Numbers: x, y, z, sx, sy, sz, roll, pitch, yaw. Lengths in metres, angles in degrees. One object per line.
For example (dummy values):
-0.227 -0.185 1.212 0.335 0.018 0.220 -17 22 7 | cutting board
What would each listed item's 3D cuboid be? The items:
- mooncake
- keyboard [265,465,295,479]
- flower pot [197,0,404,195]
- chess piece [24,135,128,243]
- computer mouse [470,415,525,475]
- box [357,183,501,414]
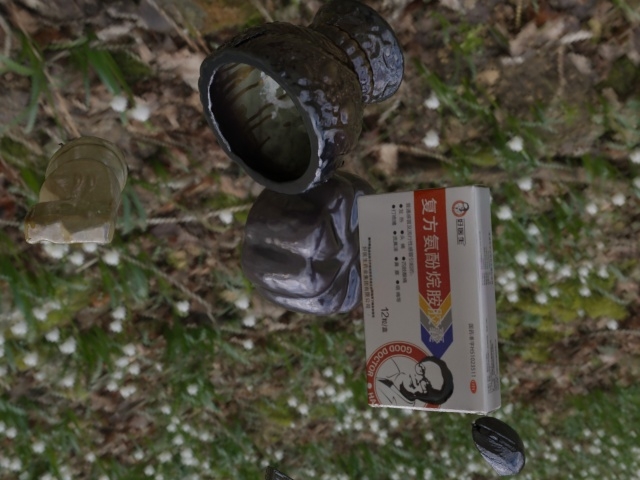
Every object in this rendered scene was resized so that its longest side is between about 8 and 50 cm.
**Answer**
0.000 0.000 1.552 0.306 0.154 0.306 -33 131 -48 | mooncake
-0.033 0.349 1.120 0.015 0.129 0.049 -18 -134 33 | keyboard
-0.016 -0.248 1.342 0.267 0.266 0.266 -42 178 -34 | flower pot
-0.360 -0.062 1.258 0.137 0.137 0.301 -35 -156 2 | chess piece
0.397 0.448 1.824 0.057 0.172 0.099 -23 -148 53 | computer mouse
0.172 0.094 1.347 0.214 0.354 0.069 -3 180 35 | box
